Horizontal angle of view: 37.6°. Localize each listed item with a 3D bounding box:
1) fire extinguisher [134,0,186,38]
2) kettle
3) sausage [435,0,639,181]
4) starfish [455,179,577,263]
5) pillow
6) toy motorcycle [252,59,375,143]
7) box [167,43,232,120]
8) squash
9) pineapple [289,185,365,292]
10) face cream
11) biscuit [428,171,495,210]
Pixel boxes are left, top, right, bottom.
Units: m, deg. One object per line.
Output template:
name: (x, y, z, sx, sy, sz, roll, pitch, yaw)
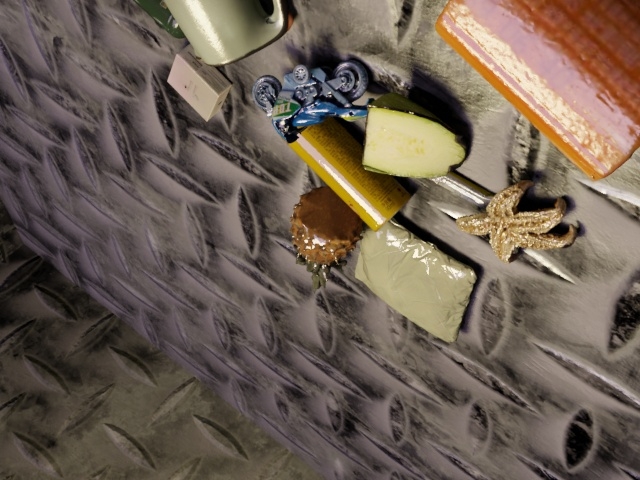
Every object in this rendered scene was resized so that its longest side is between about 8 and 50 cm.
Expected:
fire extinguisher: (-0.321, -0.505, 1.908, 0.311, 0.114, 0.095, 44, -167, 7)
kettle: (-0.180, -0.457, 1.707, 0.240, 0.165, 0.255, -9, 126, 26)
sausage: (0.318, -0.251, 1.169, 0.287, 0.233, 0.233, 44, 154, 2)
starfish: (0.332, -0.022, 1.638, 0.238, 0.071, 0.216, 12, 142, 42)
pillow: (0.189, 0.077, 1.993, 0.281, 0.076, 0.274, 35, 150, 21)
toy motorcycle: (-0.016, -0.254, 1.739, 0.254, 0.092, 0.135, -5, 95, 31)
box: (-0.269, -0.351, 2.090, 0.130, 0.051, 0.129, 46, 154, 1)
squash: (0.171, -0.193, 1.662, 0.184, 0.085, 0.192, 11, 150, 4)
pineapple: (-0.003, -0.002, 2.039, 0.165, 0.165, 0.364, 43, 164, 6)
face cream: (0.022, -0.174, 1.850, 0.348, 0.105, 0.105, 45, 154, 1)
biscuit: (0.214, -0.124, 1.727, 0.292, 0.026, 0.048, 33, 148, 24)
